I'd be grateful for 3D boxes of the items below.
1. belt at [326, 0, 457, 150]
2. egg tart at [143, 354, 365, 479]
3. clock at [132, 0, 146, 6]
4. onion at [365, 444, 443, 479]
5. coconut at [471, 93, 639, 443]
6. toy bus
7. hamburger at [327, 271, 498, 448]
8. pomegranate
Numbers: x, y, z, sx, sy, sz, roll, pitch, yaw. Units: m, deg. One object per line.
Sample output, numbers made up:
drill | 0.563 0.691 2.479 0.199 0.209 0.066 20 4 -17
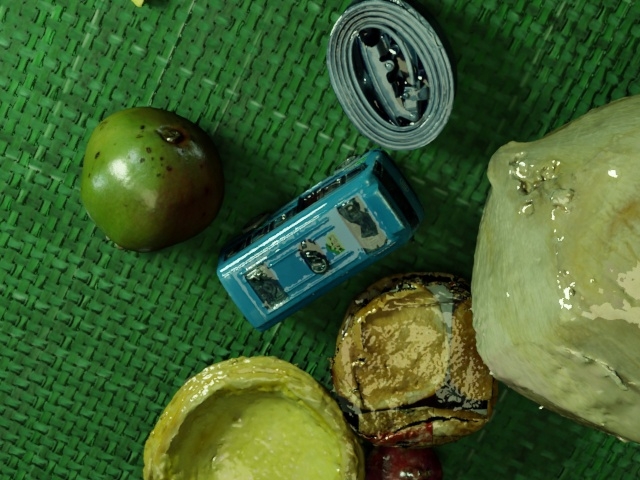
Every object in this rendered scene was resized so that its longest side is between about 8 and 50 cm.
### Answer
belt | 0.085 -0.205 1.766 0.141 0.082 0.190 -22 104 13
egg tart | -0.081 0.277 1.900 0.294 0.123 0.294 2 104 6
clock | -0.192 -0.441 1.720 0.277 0.071 0.293 41 104 -8
onion | 0.107 0.300 1.905 0.107 0.097 0.107 7 72 -22
coconut | 0.335 0.019 1.661 0.404 0.404 0.405 1 106 4
toy bus | 0.000 0.000 1.805 0.246 0.134 0.113 -32 102 13
hamburger | 0.117 0.146 1.847 0.230 0.107 0.231 -1 103 -3
pomegranate | -0.212 -0.058 1.795 0.180 0.180 0.210 34 134 -6
